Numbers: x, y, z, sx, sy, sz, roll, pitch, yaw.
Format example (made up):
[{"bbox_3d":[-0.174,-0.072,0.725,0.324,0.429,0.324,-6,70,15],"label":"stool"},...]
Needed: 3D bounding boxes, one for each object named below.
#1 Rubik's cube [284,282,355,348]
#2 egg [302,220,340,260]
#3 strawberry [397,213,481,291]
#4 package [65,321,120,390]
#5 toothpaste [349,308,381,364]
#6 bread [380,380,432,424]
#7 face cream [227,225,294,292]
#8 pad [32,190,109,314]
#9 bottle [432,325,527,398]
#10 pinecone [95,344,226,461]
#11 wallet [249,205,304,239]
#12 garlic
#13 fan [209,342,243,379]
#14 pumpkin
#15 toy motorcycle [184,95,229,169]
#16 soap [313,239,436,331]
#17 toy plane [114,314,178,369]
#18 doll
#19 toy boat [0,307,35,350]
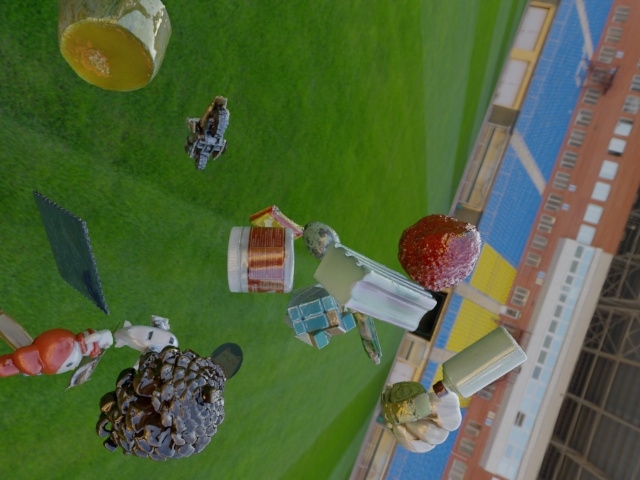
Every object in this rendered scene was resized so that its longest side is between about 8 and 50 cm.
[{"bbox_3d":[-0.015,0.291,1.619,0.224,0.265,0.213,-72,144,-73],"label":"Rubik's cube"},{"bbox_3d":[0.000,0.000,1.666,0.132,0.172,0.132,-38,167,-10],"label":"egg"},{"bbox_3d":[0.389,0.028,1.383,0.257,0.257,0.277,-60,178,-29],"label":"strawberry"},{"bbox_3d":[-0.892,0.459,1.715,0.251,0.062,0.204,-45,-159,0],"label":"package"},{"bbox_3d":[0.174,0.343,1.560,0.047,0.078,0.248,-72,147,-67],"label":"toothpaste"},{"bbox_3d":[0.207,0.396,1.062,0.156,0.117,0.064,8,70,-82],"label":"bread"},{"bbox_3d":[-0.175,0.058,1.305,0.201,0.187,0.201,-179,-90,-85],"label":"face cream"},{"bbox_3d":[-0.617,0.030,1.068,0.012,0.269,0.269,-30,131,-44],"label":"pad"},{"bbox_3d":[0.400,0.329,1.121,0.245,0.104,0.104,-38,166,10],"label":"bottle"},{"bbox_3d":[-0.312,0.329,0.877,0.224,0.272,0.224,40,38,-40],"label":"pinecone"},{"bbox_3d":[-0.189,-0.062,1.943,0.241,0.141,0.067,36,41,-46],"label":"wallet"},{"bbox_3d":[0.334,0.609,1.448,0.281,0.203,0.184,-33,-133,46],"label":"garlic"},{"bbox_3d":[-0.285,0.363,1.200,0.175,0.113,0.005,-54,143,-19],"label":"fan"},{"bbox_3d":[-0.642,-0.628,1.355,0.332,0.332,0.199,72,7,-64],"label":"pumpkin"},{"bbox_3d":[-0.269,-0.264,1.022,0.229,0.094,0.129,-32,-123,56],"label":"toy motorcycle"},{"bbox_3d":[0.162,0.134,1.183,0.347,0.208,0.115,26,100,-37],"label":"soap"},{"bbox_3d":[-0.696,0.401,1.727,0.244,0.245,0.117,-49,173,-49],"label":"toy plane"},{"bbox_3d":[-0.761,0.319,1.239,0.290,0.129,0.161,-10,165,-42],"label":"doll"},{"bbox_3d":[-0.923,0.282,1.296,0.077,0.200,0.057,-24,-162,46],"label":"toy boat"}]
